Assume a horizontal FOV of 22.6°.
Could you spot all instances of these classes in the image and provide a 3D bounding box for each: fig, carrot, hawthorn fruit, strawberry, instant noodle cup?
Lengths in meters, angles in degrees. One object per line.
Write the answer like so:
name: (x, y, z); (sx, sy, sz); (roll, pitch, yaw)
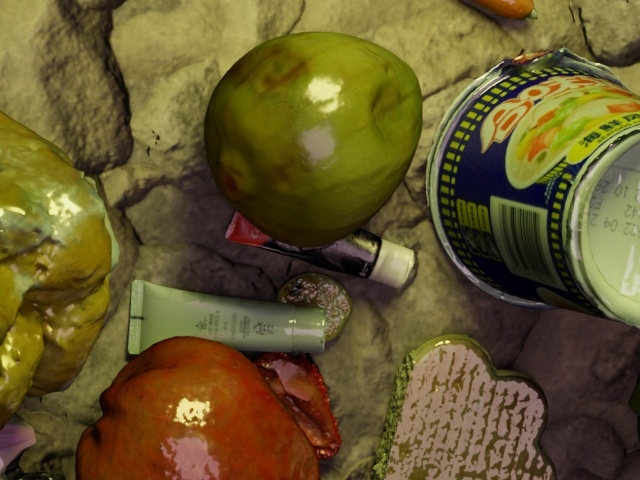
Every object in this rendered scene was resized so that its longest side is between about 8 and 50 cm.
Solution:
fig: (-0.001, -0.114, 1.559); (0.230, 0.207, 0.207); (-45, 106, -7)
carrot: (0.165, -0.263, 1.657); (0.142, 0.035, 0.035); (24, 94, -11)
hawthorn fruit: (-0.104, 0.220, 1.579); (0.261, 0.224, 0.224); (26, 94, -3)
strawberry: (-0.034, 0.177, 1.687); (0.152, 0.048, 0.104); (44, 93, -12)
instant noodle cup: (0.278, -0.038, 1.576); (0.284, 0.312, 0.284); (-2, 100, -12)

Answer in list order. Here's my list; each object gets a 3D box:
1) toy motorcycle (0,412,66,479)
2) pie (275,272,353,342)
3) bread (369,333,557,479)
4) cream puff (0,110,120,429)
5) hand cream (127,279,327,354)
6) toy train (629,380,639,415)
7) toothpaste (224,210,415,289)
toy motorcycle: (-0.398, 0.260, 1.587); (0.327, 0.143, 0.188); (-12, 94, 6)
pie: (-0.007, 0.073, 1.689); (0.085, 0.017, 0.085); (-1, 98, -11)
bread: (0.157, 0.250, 1.735); (0.207, 0.056, 0.286); (17, 96, -11)
cream puff: (-0.366, 0.038, 1.453); (0.378, 0.378, 0.275); (8, 118, -13)
hand cream: (-0.096, 0.087, 1.652); (0.205, 0.050, 0.078); (4, 96, 1)
toy train: (0.406, 0.173, 1.779); (0.122, 0.050, 0.081); (22, 99, -15)
toothpaste: (0.000, 0.000, 1.667); (0.193, 0.045, 0.071); (22, 95, -9)
